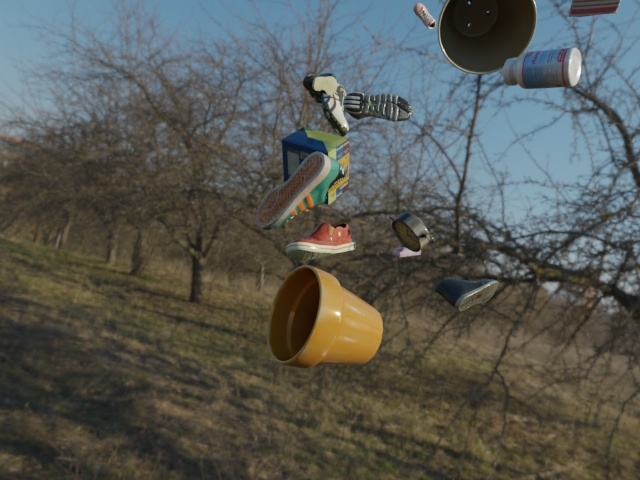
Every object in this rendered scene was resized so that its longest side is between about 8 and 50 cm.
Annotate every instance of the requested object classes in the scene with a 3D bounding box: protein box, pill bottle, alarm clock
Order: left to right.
[{"bbox_3d":[-0.016,-0.266,1.958,0.200,0.201,0.136,21,41,28],"label":"protein box"},{"bbox_3d":[0.303,-0.025,1.774,0.129,0.064,0.192,61,-16,-25],"label":"alarm clock"},{"bbox_3d":[0.523,-0.405,1.315,0.160,0.087,0.087,9,-5,41],"label":"pill bottle"}]

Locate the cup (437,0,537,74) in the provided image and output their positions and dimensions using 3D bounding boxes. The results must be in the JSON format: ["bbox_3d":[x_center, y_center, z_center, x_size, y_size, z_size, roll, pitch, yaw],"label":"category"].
[{"bbox_3d":[0.572,-0.793,1.988,0.331,0.331,0.237,15,32,-6],"label":"cup"}]

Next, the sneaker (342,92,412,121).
[{"bbox_3d":[0.183,-0.436,1.836,0.229,0.086,0.132,10,0,-4],"label":"sneaker"}]

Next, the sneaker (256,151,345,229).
[{"bbox_3d":[-0.054,-0.120,1.567,0.302,0.108,0.121,-39,-38,27],"label":"sneaker"}]

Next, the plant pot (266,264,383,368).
[{"bbox_3d":[0.019,0.175,1.158,0.188,0.205,0.205,21,-5,-28],"label":"plant pot"}]

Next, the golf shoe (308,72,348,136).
[{"bbox_3d":[0.050,-0.503,2.009,0.120,0.272,0.105,-26,-20,-3],"label":"golf shoe"}]

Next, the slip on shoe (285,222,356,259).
[{"bbox_3d":[0.000,0.000,1.689,0.123,0.101,0.331,-15,-3,33],"label":"slip on shoe"}]

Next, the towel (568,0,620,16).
[{"bbox_3d":[0.849,-0.779,1.685,0.144,0.029,0.197,0,-40,10],"label":"towel"}]

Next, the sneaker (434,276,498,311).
[{"bbox_3d":[0.494,0.155,1.861,0.222,0.083,0.118,-13,38,-36],"label":"sneaker"}]

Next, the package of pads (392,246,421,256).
[{"bbox_3d":[0.290,0.037,1.863,0.083,0.032,0.050,-6,6,-18],"label":"package of pads"}]

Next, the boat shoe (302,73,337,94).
[{"bbox_3d":[0.002,-0.417,1.475,0.042,0.049,0.133,22,19,27],"label":"boat shoe"}]

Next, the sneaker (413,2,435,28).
[{"bbox_3d":[0.459,-0.976,2.416,0.134,0.051,0.070,36,20,-42],"label":"sneaker"}]
